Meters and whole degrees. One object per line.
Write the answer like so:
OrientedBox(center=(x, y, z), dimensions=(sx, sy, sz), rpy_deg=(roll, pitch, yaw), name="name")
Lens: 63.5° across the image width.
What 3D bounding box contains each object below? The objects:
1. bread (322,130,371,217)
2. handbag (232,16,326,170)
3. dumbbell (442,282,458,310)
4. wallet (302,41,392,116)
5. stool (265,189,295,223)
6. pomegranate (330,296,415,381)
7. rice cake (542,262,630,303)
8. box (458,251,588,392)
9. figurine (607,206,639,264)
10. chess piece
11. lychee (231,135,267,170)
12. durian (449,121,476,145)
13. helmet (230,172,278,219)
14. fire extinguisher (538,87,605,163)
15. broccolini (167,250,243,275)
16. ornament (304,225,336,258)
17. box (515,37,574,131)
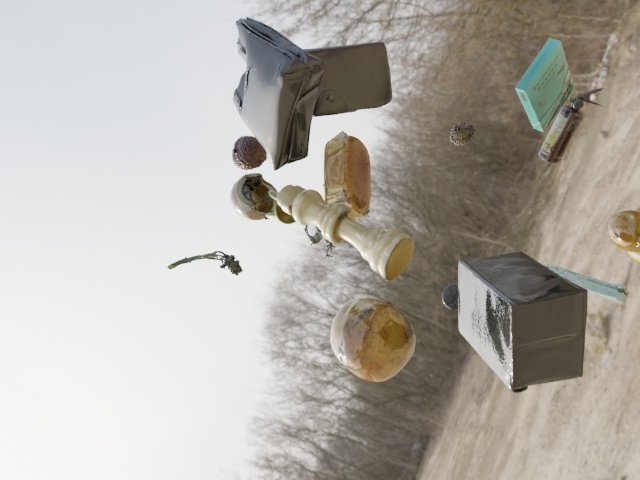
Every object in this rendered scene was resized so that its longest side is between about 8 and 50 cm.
OrientedBox(center=(0.083, -0.189, 1.521), dimensions=(0.136, 0.107, 0.241), rpy_deg=(26, -123, -46), name="bread")
OrientedBox(center=(-0.129, -0.377, 1.303), dimensions=(0.152, 0.288, 0.342), rpy_deg=(-26, -28, -29), name="handbag")
OrientedBox(center=(0.530, 0.214, 1.993), dimensions=(0.191, 0.100, 0.100), rpy_deg=(10, -79, -69), name="dumbbell")
OrientedBox(center=(0.014, -0.453, 1.469), dimensions=(0.051, 0.377, 0.197), rpy_deg=(-168, 70, -82), name="wallet")
OrientedBox(center=(-0.132, -0.121, 1.869), dimensions=(0.134, 0.110, 0.135), rpy_deg=(-42, -62, -10), name="stool")
OrientedBox(center=(0.171, 0.317, 1.662), dimensions=(0.281, 0.281, 0.281), rpy_deg=(-58, -20, -34), name="pomegranate")
OrientedBox(center=(0.982, 0.156, 1.947), dimensions=(0.066, 0.336, 0.063), rpy_deg=(29, -93, -34), name="rice cake")
OrientedBox(center=(0.535, 0.203, 1.412), dimensions=(0.345, 0.204, 0.251), rpy_deg=(-114, 17, -71), name="box")
OrientedBox(center=(0.956, -0.041, 1.493), dimensions=(0.228, 0.215, 0.215), rpy_deg=(-41, -16, 4), name="figurine")
OrientedBox(center=(0.040, -0.043, 1.290), dimensions=(0.117, 0.397, 0.117), rpy_deg=(-35, -39, -34), name="chess piece")
OrientedBox(center=(-0.239, -0.299, 1.751), dimensions=(0.129, 0.123, 0.123), rpy_deg=(-22, -42, -28), name="lychee")
OrientedBox(center=(0.463, -0.346, 1.678), dimensions=(0.080, 0.091, 0.080), rpy_deg=(-7, -79, -39), name="durian")
OrientedBox(center=(-0.274, -0.164, 2.073), dimensions=(0.224, 0.130, 0.198), rpy_deg=(7, -115, -56), name="helmet")
OrientedBox(center=(0.781, -0.363, 1.604), dimensions=(0.075, 0.106, 0.252), rpy_deg=(-94, 15, -54), name="fire extinguisher")
OrientedBox(center=(-0.267, 0.050, 1.202), dimensions=(0.054, 0.194, 0.052), rpy_deg=(53, -137, -55), name="broccolini")
OrientedBox(center=(0.000, 0.000, 1.495), dimensions=(0.073, 0.125, 0.028), rpy_deg=(-38, -17, 29), name="ornament")
OrientedBox(center=(0.636, -0.430, 1.455), dimensions=(0.162, 0.041, 0.229), rpy_deg=(-55, -39, 4), name="box")
